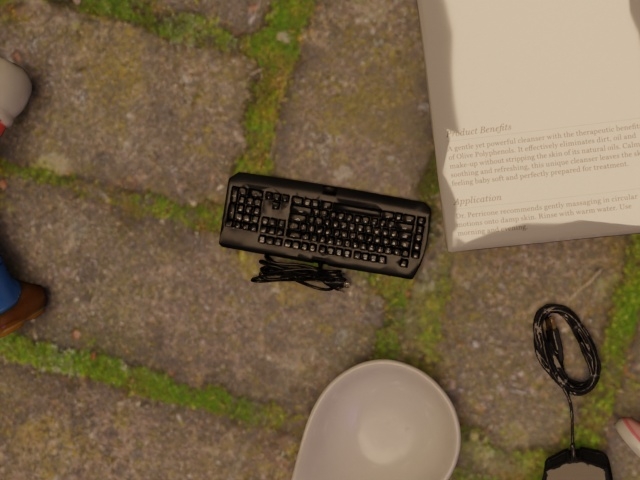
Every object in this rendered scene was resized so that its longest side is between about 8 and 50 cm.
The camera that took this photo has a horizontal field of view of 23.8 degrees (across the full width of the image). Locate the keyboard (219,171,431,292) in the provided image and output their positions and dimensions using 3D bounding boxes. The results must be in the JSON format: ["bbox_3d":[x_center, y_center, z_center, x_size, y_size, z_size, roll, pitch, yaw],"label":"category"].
[{"bbox_3d":[0.000,0.000,1.382,0.192,0.038,0.100,9,98,12],"label":"keyboard"}]

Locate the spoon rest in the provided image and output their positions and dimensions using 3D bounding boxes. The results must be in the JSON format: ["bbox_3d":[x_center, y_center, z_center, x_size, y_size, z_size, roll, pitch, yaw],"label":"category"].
[{"bbox_3d":[0.016,0.230,1.380,0.137,0.084,0.276,39,103,5],"label":"spoon rest"}]

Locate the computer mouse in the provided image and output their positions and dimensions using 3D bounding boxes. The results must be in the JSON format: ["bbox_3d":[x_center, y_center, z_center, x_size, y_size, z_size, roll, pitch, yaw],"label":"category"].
[{"bbox_3d":[0.225,0.176,1.358,0.071,0.041,0.242,-5,88,14],"label":"computer mouse"}]

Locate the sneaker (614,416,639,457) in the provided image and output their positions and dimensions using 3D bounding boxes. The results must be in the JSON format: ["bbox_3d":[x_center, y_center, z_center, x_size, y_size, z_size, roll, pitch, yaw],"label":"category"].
[{"bbox_3d":[0.325,0.186,1.328,0.134,0.051,0.070,42,97,5],"label":"sneaker"}]

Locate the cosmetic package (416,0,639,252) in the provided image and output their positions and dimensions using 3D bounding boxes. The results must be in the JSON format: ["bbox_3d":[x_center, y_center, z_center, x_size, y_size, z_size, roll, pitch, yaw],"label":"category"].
[{"bbox_3d":[0.184,-0.184,1.263,0.197,0.155,0.366,-5,94,12],"label":"cosmetic package"}]

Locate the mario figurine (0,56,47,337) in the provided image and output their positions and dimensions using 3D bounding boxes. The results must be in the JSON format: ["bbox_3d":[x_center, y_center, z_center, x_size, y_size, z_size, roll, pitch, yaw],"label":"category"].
[{"bbox_3d":[-0.360,-0.066,1.430,0.198,0.170,0.321,-22,104,-22],"label":"mario figurine"}]
